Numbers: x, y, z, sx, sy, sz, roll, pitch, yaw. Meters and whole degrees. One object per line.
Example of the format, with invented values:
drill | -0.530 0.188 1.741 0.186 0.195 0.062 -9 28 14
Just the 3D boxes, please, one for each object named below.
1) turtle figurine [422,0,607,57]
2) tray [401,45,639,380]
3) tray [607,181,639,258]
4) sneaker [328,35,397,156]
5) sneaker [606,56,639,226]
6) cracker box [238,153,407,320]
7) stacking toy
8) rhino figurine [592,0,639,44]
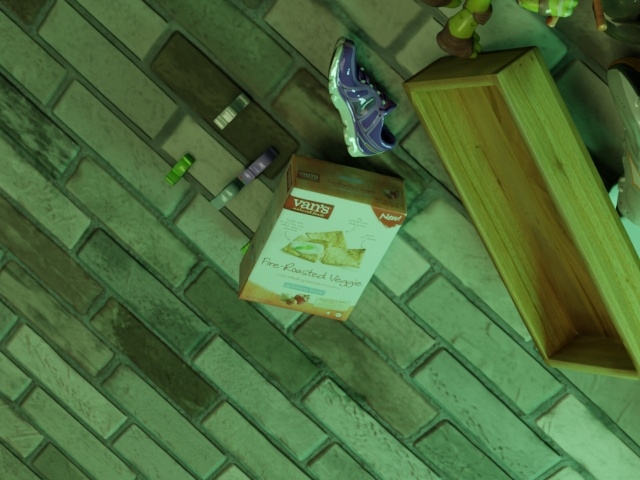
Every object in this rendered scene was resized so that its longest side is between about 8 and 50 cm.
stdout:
turtle figurine | 0.192 -0.294 1.940 0.269 0.087 0.217 56 144 13
tray | 0.264 -0.030 2.079 0.203 0.076 0.411 3 125 61
tray | 0.441 0.043 2.107 0.270 0.030 0.145 35 134 7
sneaker | 0.056 -0.182 2.183 0.071 0.068 0.170 -5 129 19
sneaker | 0.371 -0.079 1.996 0.121 0.099 0.262 -21 101 37
cracker box | 0.000 0.000 2.295 0.156 0.067 0.232 13 136 -14
stacking toy | -0.105 -0.079 2.362 0.167 0.052 0.221 45 136 -3
rhino figurine | 0.339 -0.304 1.862 0.106 0.073 0.243 18 141 22
